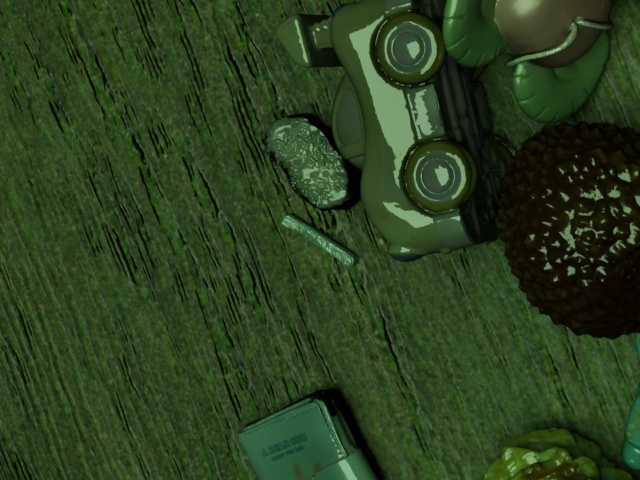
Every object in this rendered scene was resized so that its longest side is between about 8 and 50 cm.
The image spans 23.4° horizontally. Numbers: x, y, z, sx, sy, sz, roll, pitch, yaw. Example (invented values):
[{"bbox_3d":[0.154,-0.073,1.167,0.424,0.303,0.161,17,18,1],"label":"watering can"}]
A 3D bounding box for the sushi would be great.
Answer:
[{"bbox_3d":[-0.005,-0.108,2.095,0.090,0.078,0.150,-45,79,16],"label":"sushi"}]

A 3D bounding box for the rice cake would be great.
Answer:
[{"bbox_3d":[0.000,0.000,2.138,0.121,0.022,0.021,32,109,15],"label":"rice cake"}]

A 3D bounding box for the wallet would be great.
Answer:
[{"bbox_3d":[0.001,0.347,2.165,0.176,0.075,0.250,-28,86,30],"label":"wallet"}]

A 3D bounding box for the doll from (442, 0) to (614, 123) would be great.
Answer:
[{"bbox_3d":[0.286,-0.291,1.857,0.216,0.284,0.268,29,91,51],"label":"doll"}]

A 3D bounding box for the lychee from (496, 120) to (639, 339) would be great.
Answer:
[{"bbox_3d":[0.335,-0.021,1.881,0.268,0.267,0.267,4,99,23],"label":"lychee"}]

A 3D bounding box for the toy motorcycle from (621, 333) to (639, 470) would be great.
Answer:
[{"bbox_3d":[0.468,0.229,1.939,0.198,0.109,0.296,-7,94,35],"label":"toy motorcycle"}]

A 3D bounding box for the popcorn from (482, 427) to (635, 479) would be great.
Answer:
[{"bbox_3d":[0.308,0.351,1.978,0.221,0.184,0.204,25,94,32],"label":"popcorn"}]

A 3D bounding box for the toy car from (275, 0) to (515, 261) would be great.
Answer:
[{"bbox_3d":[0.102,-0.145,1.955,0.226,0.242,0.336,-12,92,23],"label":"toy car"}]
